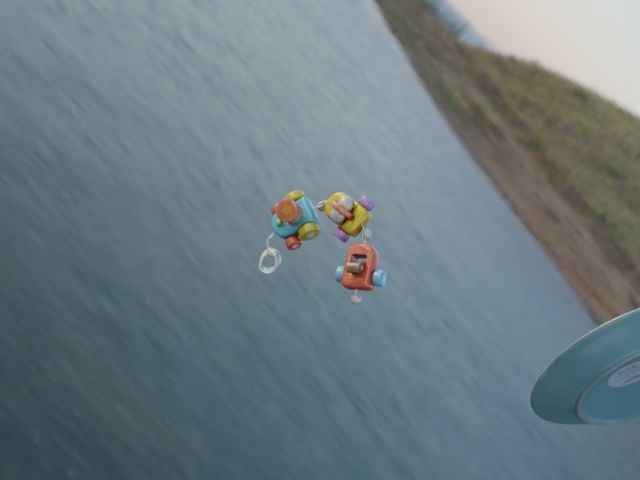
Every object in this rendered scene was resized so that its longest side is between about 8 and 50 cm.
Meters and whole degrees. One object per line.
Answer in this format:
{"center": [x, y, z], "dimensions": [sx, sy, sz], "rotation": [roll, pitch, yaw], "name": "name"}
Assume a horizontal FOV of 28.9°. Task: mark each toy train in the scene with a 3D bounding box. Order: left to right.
{"center": [0.000, 0.000, 1.413], "dimensions": [0.166, 0.125, 0.046], "rotation": [9, -13, 28], "name": "toy train"}

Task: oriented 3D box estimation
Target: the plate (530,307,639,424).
{"center": [0.256, 0.103, 0.973], "dimensions": [0.188, 0.188, 0.024], "rotation": [34, 30, -52], "name": "plate"}
